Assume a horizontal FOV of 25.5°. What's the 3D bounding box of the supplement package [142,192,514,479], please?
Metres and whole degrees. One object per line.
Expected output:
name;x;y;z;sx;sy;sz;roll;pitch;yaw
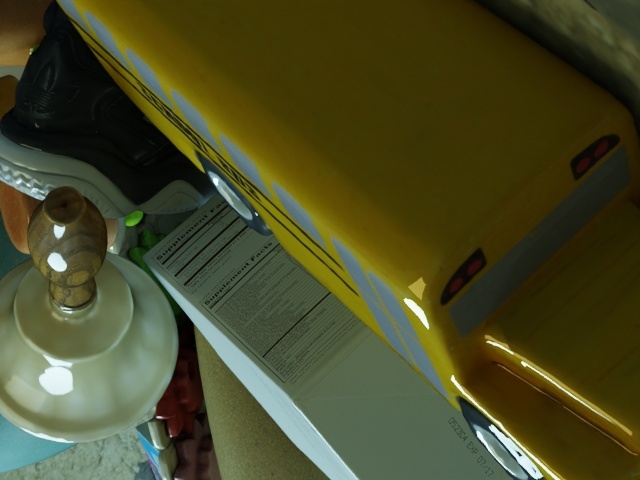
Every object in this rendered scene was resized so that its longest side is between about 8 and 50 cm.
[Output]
supplement package;0.041;0.059;0.796;0.194;0.149;0.203;54;170;-33

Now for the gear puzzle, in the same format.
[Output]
gear puzzle;-0.101;0.045;1.090;0.175;0.044;0.339;-61;-36;-61

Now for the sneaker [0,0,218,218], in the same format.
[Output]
sneaker;-0.077;-0.102;0.846;0.101;0.153;0.268;26;-161;26

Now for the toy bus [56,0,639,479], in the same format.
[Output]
toy bus;0.026;-0.039;0.565;0.332;0.108;0.130;42;169;35

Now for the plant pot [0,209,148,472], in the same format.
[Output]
plant pot;-0.236;0.053;1.162;0.196;0.293;0.293;3;-165;-27

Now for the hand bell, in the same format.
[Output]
hand bell;-0.136;0.022;0.764;0.126;0.126;0.242;46;161;10

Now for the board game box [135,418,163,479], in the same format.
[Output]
board game box;-0.082;0.329;1.462;0.224;0.097;0.303;-177;67;-75

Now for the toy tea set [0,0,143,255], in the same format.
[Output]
toy tea set;-0.191;-0.145;0.966;0.200;0.124;0.336;-11;91;61

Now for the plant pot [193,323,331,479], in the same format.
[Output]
plant pot;0.009;0.104;1.034;0.254;0.237;0.237;64;173;5

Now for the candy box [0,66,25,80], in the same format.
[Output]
candy box;-0.195;-0.116;1.166;0.196;0.070;0.165;18;-161;-42

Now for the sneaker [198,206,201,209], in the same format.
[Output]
sneaker;-0.061;0.008;1.245;0.384;0.145;0.147;38;156;15
